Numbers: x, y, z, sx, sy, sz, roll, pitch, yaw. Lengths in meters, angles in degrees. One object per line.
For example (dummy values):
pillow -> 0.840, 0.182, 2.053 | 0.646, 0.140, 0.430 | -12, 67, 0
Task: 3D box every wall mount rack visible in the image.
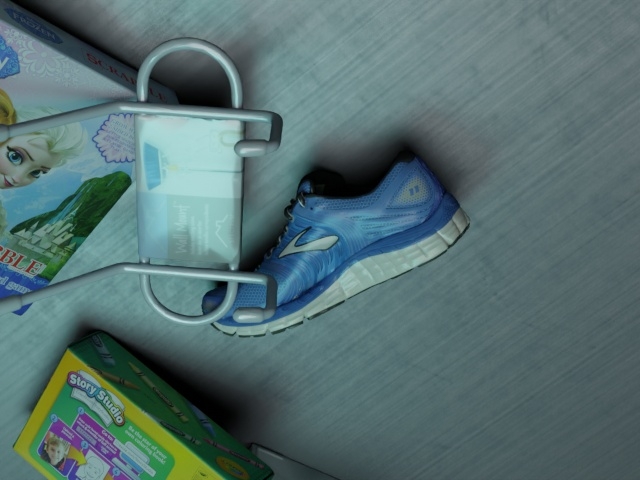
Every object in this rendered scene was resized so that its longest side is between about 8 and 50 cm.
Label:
wall mount rack -> -0.194, -0.034, 1.536 | 0.304, 0.130, 0.350 | 3, 119, 1

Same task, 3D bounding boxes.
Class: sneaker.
sneaker -> 0.000, 0.000, 1.662 | 0.330, 0.130, 0.147 | -28, 92, 19

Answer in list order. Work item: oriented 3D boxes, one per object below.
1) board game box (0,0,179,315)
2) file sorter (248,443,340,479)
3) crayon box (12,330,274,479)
board game box -> -0.366, -0.098, 1.561 | 0.319, 0.066, 0.318 | 27, 115, -35
file sorter -> -0.039, 0.427, 1.783 | 0.193, 0.277, 0.173 | 25, 116, -14
crayon box -> -0.212, 0.258, 1.726 | 0.278, 0.081, 0.165 | 38, 114, 13
